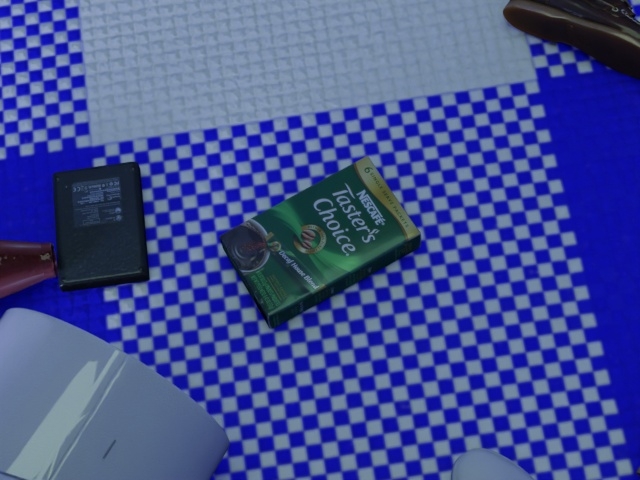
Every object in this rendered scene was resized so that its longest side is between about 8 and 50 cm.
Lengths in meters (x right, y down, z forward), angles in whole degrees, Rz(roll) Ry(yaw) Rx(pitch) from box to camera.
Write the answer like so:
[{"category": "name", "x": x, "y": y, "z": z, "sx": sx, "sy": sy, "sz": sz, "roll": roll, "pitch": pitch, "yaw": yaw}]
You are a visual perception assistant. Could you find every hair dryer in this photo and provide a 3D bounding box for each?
[{"category": "hair dryer", "x": -0.383, "y": 0.103, "z": 1.449, "sx": 0.224, "sy": 0.080, "sz": 0.293, "roll": 42, "pitch": 80, "yaw": 2}]

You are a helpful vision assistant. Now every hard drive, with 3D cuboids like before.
[{"category": "hard drive", "x": -0.235, "y": -0.015, "z": 1.511, "sx": 0.094, "sy": 0.022, "sz": 0.135, "roll": -8, "pitch": 65, "yaw": -1}]

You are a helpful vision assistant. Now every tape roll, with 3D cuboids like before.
[{"category": "tape roll", "x": -0.228, "y": 0.196, "z": 1.293, "sx": 0.246, "sy": 0.246, "sz": 0.169, "roll": 25, "pitch": 68, "yaw": 14}]

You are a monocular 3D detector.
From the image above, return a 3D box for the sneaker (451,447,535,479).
[{"category": "sneaker", "x": 0.201, "y": 0.273, "z": 1.318, "sx": 0.080, "sy": 0.094, "sz": 0.212, "roll": -34, "pitch": 68, "yaw": -11}]

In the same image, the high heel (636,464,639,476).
[{"category": "high heel", "x": 0.430, "y": 0.217, "z": 1.341, "sx": 0.244, "sy": 0.082, "sz": 0.117, "roll": 21, "pitch": 77, "yaw": 26}]

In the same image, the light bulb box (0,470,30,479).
[{"category": "light bulb box", "x": -0.286, "y": 0.340, "z": 1.096, "sx": 0.358, "sy": 0.361, "sz": 0.225, "roll": 20, "pitch": 54, "yaw": -10}]

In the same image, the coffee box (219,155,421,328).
[{"category": "coffee box", "x": 0.000, "y": 0.000, "z": 1.482, "sx": 0.184, "sy": 0.040, "sz": 0.113, "roll": -27, "pitch": 67, "yaw": -9}]

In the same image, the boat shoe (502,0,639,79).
[{"category": "boat shoe", "x": 0.307, "y": -0.242, "z": 1.561, "sx": 0.207, "sy": 0.073, "sz": 0.073, "roll": 28, "pitch": 71, "yaw": 14}]
